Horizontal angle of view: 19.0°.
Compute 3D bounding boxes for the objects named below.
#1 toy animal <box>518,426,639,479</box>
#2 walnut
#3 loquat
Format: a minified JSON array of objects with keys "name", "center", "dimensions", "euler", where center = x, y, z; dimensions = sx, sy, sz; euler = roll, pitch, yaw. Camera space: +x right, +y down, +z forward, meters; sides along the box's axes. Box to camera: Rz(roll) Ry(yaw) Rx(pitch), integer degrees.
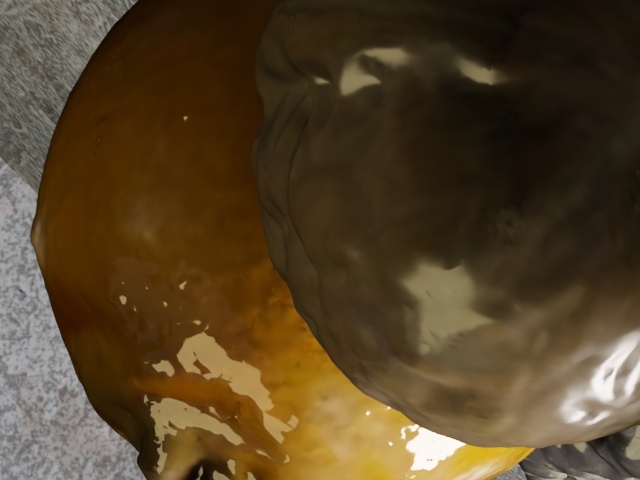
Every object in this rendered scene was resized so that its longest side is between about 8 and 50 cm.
[{"name":"toy animal","center":[0.180,0.115,1.327],"dimensions":[0.343,0.106,0.168],"euler":[21,148,44]},{"name":"walnut","center":[0.094,-0.036,0.772],"dimensions":[0.248,0.248,0.248],"euler":[40,167,11]},{"name":"loquat","center":[0.000,0.000,1.036],"dimensions":[0.328,0.328,0.328],"euler":[40,167,11]}]
